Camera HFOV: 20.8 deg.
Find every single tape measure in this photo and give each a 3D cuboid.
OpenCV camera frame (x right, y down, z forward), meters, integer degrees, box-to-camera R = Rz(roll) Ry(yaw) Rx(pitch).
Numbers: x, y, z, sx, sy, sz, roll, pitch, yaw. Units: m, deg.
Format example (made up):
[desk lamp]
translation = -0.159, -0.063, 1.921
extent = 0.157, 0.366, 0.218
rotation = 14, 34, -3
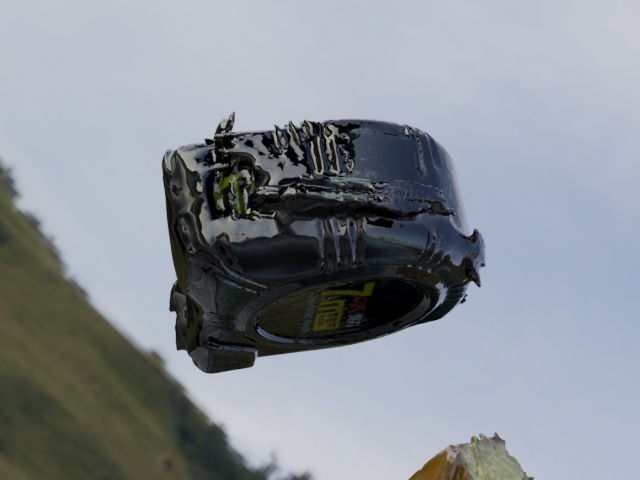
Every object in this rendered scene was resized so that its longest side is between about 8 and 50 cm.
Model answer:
[tape measure]
translation = 0.000, 0.000, 1.047
extent = 0.199, 0.186, 0.112
rotation = 102, -18, -67

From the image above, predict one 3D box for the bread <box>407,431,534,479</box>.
[bread]
translation = 0.130, 0.267, 1.299
extent = 0.139, 0.143, 0.229
rotation = -36, -99, 27
